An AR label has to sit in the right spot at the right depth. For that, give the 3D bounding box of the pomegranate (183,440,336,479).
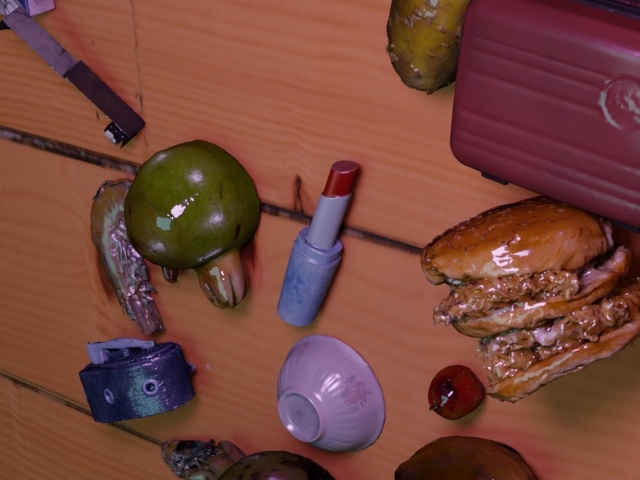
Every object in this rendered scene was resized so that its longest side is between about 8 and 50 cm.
[{"bbox_3d":[-0.088,0.432,2.168,0.306,0.242,0.242,-3,109,61],"label":"pomegranate"}]

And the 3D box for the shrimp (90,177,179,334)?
[{"bbox_3d":[-0.278,0.020,2.242,0.173,0.058,0.253,-20,95,36],"label":"shrimp"}]

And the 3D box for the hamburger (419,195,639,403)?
[{"bbox_3d":[0.248,0.062,1.654,0.211,0.260,0.245,67,157,-4],"label":"hamburger"}]

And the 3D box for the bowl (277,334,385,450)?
[{"bbox_3d":[-0.006,0.239,2.085,0.189,0.086,0.189,19,122,34],"label":"bowl"}]

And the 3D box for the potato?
[{"bbox_3d":[0.139,-0.283,1.670,0.113,0.149,0.251,7,138,0],"label":"potato"}]

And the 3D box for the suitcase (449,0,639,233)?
[{"bbox_3d":[0.299,-0.158,1.574,0.297,0.161,0.236,23,122,32],"label":"suitcase"}]

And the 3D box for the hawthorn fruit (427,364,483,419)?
[{"bbox_3d":[0.179,0.204,1.916,0.077,0.077,0.077,19,122,34],"label":"hawthorn fruit"}]

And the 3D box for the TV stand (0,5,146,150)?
[{"bbox_3d":[-0.375,-0.244,2.152,0.256,0.049,0.040,44,135,-5],"label":"TV stand"}]

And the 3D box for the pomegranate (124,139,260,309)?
[{"bbox_3d":[-0.198,-0.016,2.079,0.190,0.159,0.241,20,127,34],"label":"pomegranate"}]

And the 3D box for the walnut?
[{"bbox_3d":[0.192,0.331,1.930,0.245,0.137,0.137,-12,102,44],"label":"walnut"}]

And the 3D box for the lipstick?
[{"bbox_3d":[0.000,0.000,1.980,0.068,0.061,0.274,38,131,24],"label":"lipstick"}]

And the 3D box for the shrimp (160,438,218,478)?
[{"bbox_3d":[-0.203,0.361,2.357,0.161,0.034,0.091,-17,111,50],"label":"shrimp"}]

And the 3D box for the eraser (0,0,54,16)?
[{"bbox_3d":[-0.477,-0.450,2.173,0.124,0.068,0.210,11,116,36],"label":"eraser"}]

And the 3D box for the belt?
[{"bbox_3d":[-0.301,0.215,2.303,0.218,0.122,0.129,-10,100,44],"label":"belt"}]
